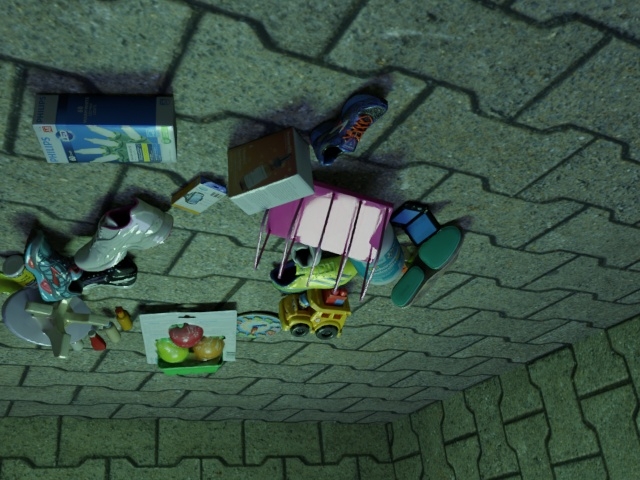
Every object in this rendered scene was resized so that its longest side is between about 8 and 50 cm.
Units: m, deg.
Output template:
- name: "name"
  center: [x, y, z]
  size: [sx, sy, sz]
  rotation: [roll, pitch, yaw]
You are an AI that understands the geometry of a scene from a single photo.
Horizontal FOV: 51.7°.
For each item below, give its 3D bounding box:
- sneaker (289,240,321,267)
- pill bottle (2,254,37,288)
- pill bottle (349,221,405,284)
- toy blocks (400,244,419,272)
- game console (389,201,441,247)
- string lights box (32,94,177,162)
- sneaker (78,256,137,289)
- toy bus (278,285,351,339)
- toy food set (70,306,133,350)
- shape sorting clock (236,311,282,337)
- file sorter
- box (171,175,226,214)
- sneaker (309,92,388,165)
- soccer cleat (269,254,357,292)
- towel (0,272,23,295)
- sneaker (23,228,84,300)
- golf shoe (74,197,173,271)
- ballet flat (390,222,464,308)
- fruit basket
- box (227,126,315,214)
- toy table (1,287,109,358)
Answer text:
- name: "sneaker"
  center: [-0.048, 0.035, 1.850]
  size: [0.090, 0.115, 0.232]
  rotation: [-11, 152, 8]
- name: "pill bottle"
  center: [-0.827, 0.092, 1.847]
  size: [0.065, 0.065, 0.116]
  rotation: [-10, 153, 7]
- name: "pill bottle"
  center: [0.140, 0.013, 1.818]
  size: [0.146, 0.146, 0.264]
  rotation: [-13, 152, 13]
- name: "toy blocks"
  center: [0.240, 0.075, 2.057]
  size: [0.123, 0.054, 0.148]
  rotation: [13, 147, -32]
- name: "game console"
  center: [0.252, -0.042, 1.817]
  size: [0.107, 0.071, 0.122]
  rotation: [9, 148, -28]
- name: "string lights box"
  center: [-0.422, -0.221, 1.323]
  size: [0.259, 0.077, 0.133]
  rotation: [-2, 153, -9]
- name: "sneaker"
  center: [-0.627, 0.078, 1.866]
  size: [0.216, 0.079, 0.121]
  rotation: [1, 145, -22]
- name: "toy bus"
  center: [-0.007, 0.212, 2.189]
  size: [0.220, 0.149, 0.211]
  rotation: [8, 136, -21]
- name: "toy food set"
  center: [-0.760, 0.296, 2.211]
  size: [0.232, 0.111, 0.104]
  rotation: [-6, 140, 1]
- name: "shape sorting clock"
  center: [-0.240, 0.315, 2.426]
  size: [0.206, 0.040, 0.206]
  rotation: [-5, 152, -3]
- name: "file sorter"
  center: [0.000, 0.000, 1.585]
  size: [0.290, 0.182, 0.202]
  rotation: [16, 136, 0]
- name: "box"
  center: [-0.292, -0.113, 1.614]
  size: [0.136, 0.028, 0.081]
  rotation: [-31, 144, 34]
- name: "sneaker"
  center: [0.065, -0.230, 1.401]
  size: [0.083, 0.087, 0.221]
  rotation: [14, 146, -35]
- name: "soccer cleat"
  center: [-0.017, 0.095, 1.999]
  size: [0.289, 0.093, 0.121]
  rotation: [-16, 149, 18]
- name: "towel"
  center: [-0.967, 0.106, 1.891]
  size: [0.102, 0.021, 0.237]
  rotation: [-21, 150, 27]
- name: "sneaker"
  center: [-0.692, 0.061, 1.744]
  size: [0.125, 0.104, 0.262]
  rotation: [0, 142, -2]
- name: "golf shoe"
  center: [-0.523, -0.020, 1.674]
  size: [0.306, 0.115, 0.140]
  rotation: [-24, 137, 19]
- name: "ballet flat"
  center: [0.328, 0.075, 1.969]
  size: [0.106, 0.107, 0.316]
  rotation: [8, 128, -53]
- name: "fruit basket"
  center: [-0.464, 0.342, 2.356]
  size: [0.327, 0.165, 0.353]
  rotation: [-2, 137, -9]
- name: "box"
  center: [-0.111, -0.152, 1.465]
  size: [0.170, 0.130, 0.091]
  rotation: [-17, 150, 19]
- name: "toy table"
  center: [-0.770, 0.219, 1.949]
  size: [0.161, 0.252, 0.274]
  rotation: [-8, 171, 41]
